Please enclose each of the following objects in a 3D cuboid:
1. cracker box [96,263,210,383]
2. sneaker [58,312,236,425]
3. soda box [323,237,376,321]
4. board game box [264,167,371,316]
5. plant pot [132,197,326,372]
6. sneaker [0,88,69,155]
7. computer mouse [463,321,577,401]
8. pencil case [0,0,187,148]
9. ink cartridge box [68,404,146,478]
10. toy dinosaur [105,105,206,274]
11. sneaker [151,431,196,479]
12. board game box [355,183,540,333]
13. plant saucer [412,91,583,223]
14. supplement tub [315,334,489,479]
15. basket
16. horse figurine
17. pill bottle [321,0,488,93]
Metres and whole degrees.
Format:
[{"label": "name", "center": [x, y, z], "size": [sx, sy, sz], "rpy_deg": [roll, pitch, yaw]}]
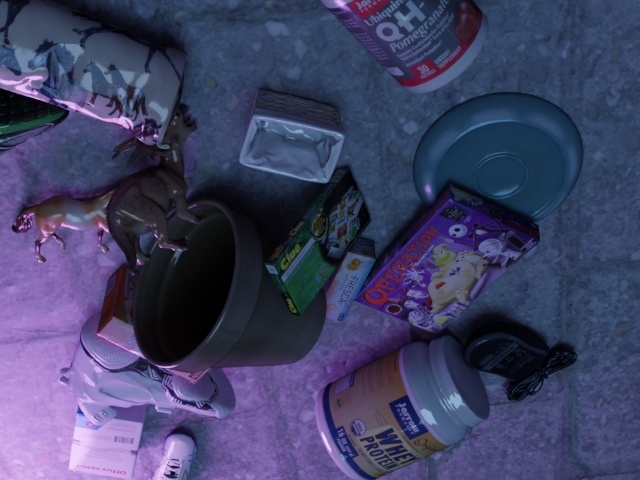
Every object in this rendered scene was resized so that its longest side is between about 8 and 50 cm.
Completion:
[{"label": "cracker box", "center": [-0.322, 0.167, 2.086], "size": [0.232, 0.156, 0.067], "rpy_deg": [31, 122, -24]}, {"label": "sneaker", "center": [-0.372, 0.308, 2.220], "size": [0.366, 0.137, 0.210], "rpy_deg": [30, 124, -17]}, {"label": "soda box", "center": [0.049, 0.076, 2.085], "size": [0.063, 0.058, 0.183], "rpy_deg": [15, 128, -14]}, {"label": "board game box", "center": [0.000, 0.000, 1.912], "size": [0.030, 0.260, 0.136], "rpy_deg": [11, 140, 36]}, {"label": "plant pot", "center": [-0.150, 0.112, 1.980], "size": [0.280, 0.323, 0.323], "rpy_deg": [20, 128, -38]}, {"label": "sneaker", "center": [-0.593, -0.182, 1.792], "size": [0.343, 0.134, 0.146], "rpy_deg": [-21, 146, -8]}, {"label": "computer mouse", "center": [0.400, 0.240, 2.229], "size": [0.272, 0.072, 0.188], "rpy_deg": [28, 122, -37]}, {"label": "pencil case", "center": [-0.413, -0.284, 1.707], "size": [0.410, 0.160, 0.183], "rpy_deg": [18, 110, -16]}, {"label": "ink cartridge box", "center": [-0.477, 0.433, 2.347], "size": [0.148, 0.086, 0.203], "rpy_deg": [11, 129, -10]}, {"label": "toy dinosaur", "center": [-0.312, -0.081, 1.846], "size": [0.127, 0.296, 0.200], "rpy_deg": [-3, 135, 41]}, {"label": "sneaker", "center": [-0.343, 0.537, 2.438], "size": [0.085, 0.086, 0.237], "rpy_deg": [13, 127, -10]}, {"label": "board game box", "center": [0.239, 0.047, 2.041], "size": [0.208, 0.056, 0.347], "rpy_deg": [25, 134, -16]}, {"label": "plant saucer", "center": [0.331, -0.127, 1.935], "size": [0.317, 0.044, 0.317], "rpy_deg": [-1, 130, -1]}, {"label": "supplement tub", "center": [0.173, 0.352, 2.206], "size": [0.316, 0.228, 0.228], "rpy_deg": [-30, 124, 21]}, {"label": "basket", "center": [-0.051, -0.186, 1.837], "size": [0.167, 0.103, 0.113], "rpy_deg": [12, 128, -12]}, {"label": "horse figurine", "center": [-0.460, -0.034, 1.977], "size": [0.263, 0.066, 0.174], "rpy_deg": [0, 135, -5]}, {"label": "pill bottle", "center": [0.103, -0.391, 1.624], "size": [0.176, 0.176, 0.318], "rpy_deg": [-34, 122, 24]}]
